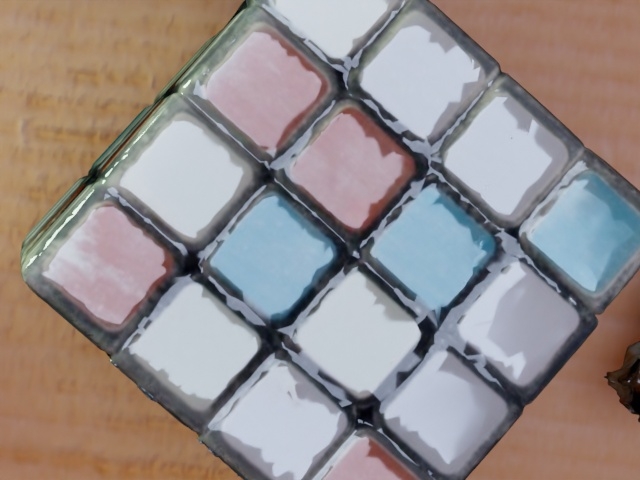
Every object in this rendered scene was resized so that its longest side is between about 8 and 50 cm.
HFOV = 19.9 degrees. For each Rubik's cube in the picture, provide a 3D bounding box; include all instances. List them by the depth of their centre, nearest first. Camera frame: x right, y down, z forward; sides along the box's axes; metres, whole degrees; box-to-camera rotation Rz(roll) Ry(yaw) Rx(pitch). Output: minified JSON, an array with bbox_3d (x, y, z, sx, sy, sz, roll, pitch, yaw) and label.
[{"bbox_3d":[0.000,0.000,1.045,0.259,0.256,0.253,44,86,-7],"label":"Rubik's cube"}]

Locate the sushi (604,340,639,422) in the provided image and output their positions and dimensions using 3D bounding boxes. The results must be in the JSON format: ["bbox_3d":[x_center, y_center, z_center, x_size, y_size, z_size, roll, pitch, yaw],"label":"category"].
[{"bbox_3d":[0.278,0.057,1.167,0.226,0.097,0.103,-5,98,-22],"label":"sushi"}]
